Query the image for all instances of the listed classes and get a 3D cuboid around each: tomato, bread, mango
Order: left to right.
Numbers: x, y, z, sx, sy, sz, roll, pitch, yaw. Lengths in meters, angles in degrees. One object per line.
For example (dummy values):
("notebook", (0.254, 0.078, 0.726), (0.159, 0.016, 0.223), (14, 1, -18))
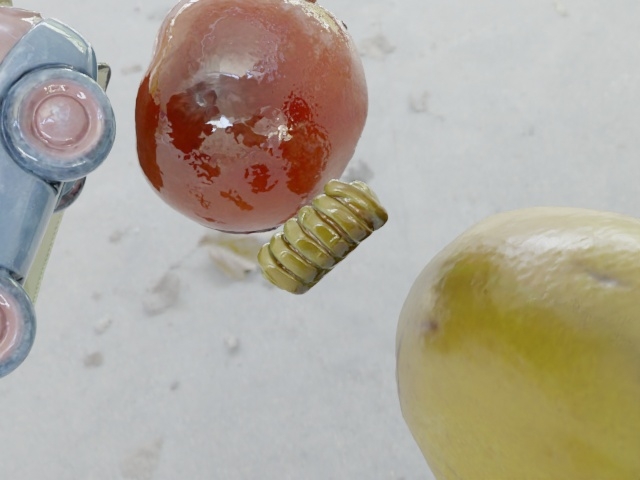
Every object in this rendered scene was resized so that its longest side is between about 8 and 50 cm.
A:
("tomato", (-0.064, -0.115, 0.978), (0.199, 0.227, 0.112), (5, 4, 9))
("bread", (0.000, 0.000, 0.692), (0.088, 0.049, 0.033), (-41, 50, 16))
("mango", (0.213, 0.129, 0.862), (0.221, 0.301, 0.445), (-14, 18, -21))

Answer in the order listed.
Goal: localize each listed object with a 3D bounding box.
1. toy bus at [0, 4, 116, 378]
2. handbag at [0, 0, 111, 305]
("toy bus", (-0.281, -0.033, 0.773), (0.232, 0.197, 0.294), (22, 79, -14))
("handbag", (-0.355, -0.026, 1.084), (0.160, 0.358, 0.237), (37, 35, 15))
